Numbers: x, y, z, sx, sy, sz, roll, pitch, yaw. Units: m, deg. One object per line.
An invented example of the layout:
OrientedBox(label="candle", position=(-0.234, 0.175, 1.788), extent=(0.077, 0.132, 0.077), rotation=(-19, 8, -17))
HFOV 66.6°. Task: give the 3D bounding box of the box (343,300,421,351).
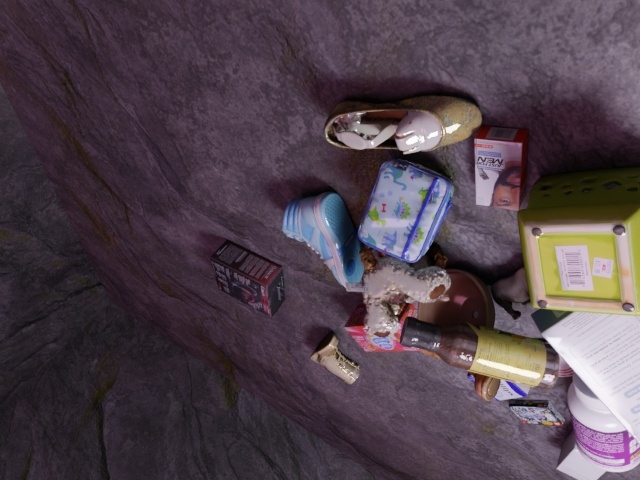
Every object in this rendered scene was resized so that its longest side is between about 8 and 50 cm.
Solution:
OrientedBox(label="box", position=(0.218, 0.269, 1.558), extent=(0.128, 0.122, 0.257), rotation=(50, 144, -18))

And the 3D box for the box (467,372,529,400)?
OrientedBox(label="box", position=(0.542, 0.413, 1.476), extent=(0.126, 0.072, 0.137), rotation=(40, 146, -4))

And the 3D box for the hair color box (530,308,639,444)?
OrientedBox(label="hair color box", position=(0.658, 0.261, 1.043), extent=(0.185, 0.113, 0.374), rotation=(-41, 92, 17))

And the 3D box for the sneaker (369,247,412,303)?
OrientedBox(label="sneaker", position=(0.210, 0.096, 1.413), extent=(0.215, 0.084, 0.083), rotation=(50, 160, -14))

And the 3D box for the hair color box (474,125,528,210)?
OrientedBox(label="hair color box", position=(0.368, -0.146, 0.995), extent=(0.093, 0.053, 0.167), rotation=(13, 140, 31))

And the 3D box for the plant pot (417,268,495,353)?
OrientedBox(label="plant pot", position=(0.379, 0.196, 1.291), extent=(0.110, 0.237, 0.237), rotation=(9, 160, -32))

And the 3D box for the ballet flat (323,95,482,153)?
OrientedBox(label="ballet flat", position=(0.156, -0.235, 1.030), extent=(0.349, 0.123, 0.123), rotation=(11, 138, 34))

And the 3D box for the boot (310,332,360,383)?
OrientedBox(label="boot", position=(0.077, 0.482, 1.962), extent=(0.203, 0.095, 0.262), rotation=(36, 148, 4))

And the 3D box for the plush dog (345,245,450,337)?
OrientedBox(label="plush dog", position=(0.210, 0.102, 1.268), extent=(0.262, 0.225, 0.210), rotation=(-46, 68, 27))

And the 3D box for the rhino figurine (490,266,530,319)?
OrientedBox(label="rhino figurine", position=(0.501, 0.103, 1.149), extent=(0.106, 0.073, 0.243), rotation=(36, 145, -2))

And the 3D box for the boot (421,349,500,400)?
OrientedBox(label="boot", position=(0.385, 0.315, 1.333), extent=(0.220, 0.283, 0.109), rotation=(10, 117, 24))

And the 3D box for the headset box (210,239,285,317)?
OrientedBox(label="headset box", position=(-0.262, 0.155, 1.874), extent=(0.293, 0.110, 0.218), rotation=(24, 144, 20))

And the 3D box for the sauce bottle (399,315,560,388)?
OrientedBox(label="sauce bottle", position=(0.359, 0.248, 1.118), extent=(0.345, 0.111, 0.111), rotation=(14, 143, 3))

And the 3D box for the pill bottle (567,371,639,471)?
OrientedBox(label="pill bottle", position=(0.733, 0.445, 1.252), extent=(0.169, 0.169, 0.301), rotation=(4, 134, 40))

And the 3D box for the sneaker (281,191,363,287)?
OrientedBox(label="sneaker", position=(0.000, 0.000, 1.445), extent=(0.208, 0.127, 0.319), rotation=(3, 123, 38))

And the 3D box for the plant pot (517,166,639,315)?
OrientedBox(label="plant pot", position=(0.486, 0.009, 0.875), extent=(0.227, 0.207, 0.228), rotation=(-1, 111, 42))

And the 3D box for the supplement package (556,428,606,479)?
OrientedBox(label="supplement package", position=(0.805, 0.644, 1.478), extent=(0.105, 0.105, 0.179), rotation=(22, 144, 23))

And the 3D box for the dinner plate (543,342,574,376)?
OrientedBox(label="dinner plate", position=(0.634, 0.322, 1.334), extent=(0.141, 0.017, 0.141), rotation=(24, 144, 19))

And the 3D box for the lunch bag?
OrientedBox(label="lunch bag", position=(0.198, -0.069, 1.124), extent=(0.176, 0.090, 0.218), rotation=(27, 107, 18))

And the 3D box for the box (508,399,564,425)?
OrientedBox(label="box", position=(0.683, 0.546, 1.543), extent=(0.094, 0.027, 0.137), rotation=(47, 145, -15))
